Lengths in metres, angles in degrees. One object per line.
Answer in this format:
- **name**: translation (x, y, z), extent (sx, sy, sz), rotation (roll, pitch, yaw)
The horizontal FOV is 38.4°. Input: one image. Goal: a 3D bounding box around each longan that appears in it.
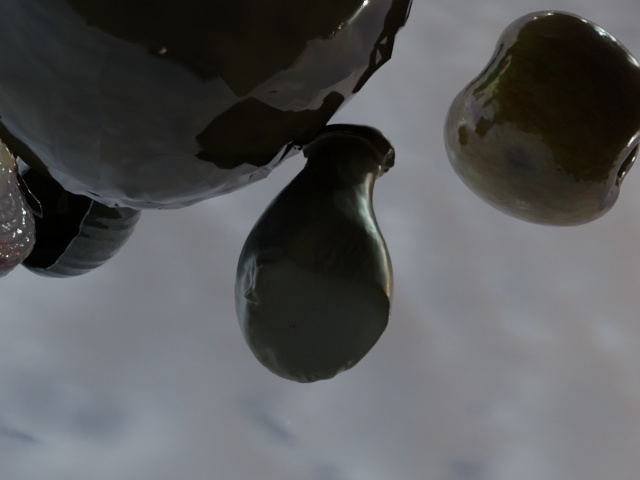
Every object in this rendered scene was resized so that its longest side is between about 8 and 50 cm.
- **longan**: translation (-0.114, -0.221, 0.729), extent (0.391, 0.391, 0.391), rotation (16, -129, -21)

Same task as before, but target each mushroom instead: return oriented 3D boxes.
- **mushroom**: translation (0.000, 0.000, 0.687), extent (0.116, 0.093, 0.225), rotation (-5, -143, 9)

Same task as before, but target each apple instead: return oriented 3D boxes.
- **apple**: translation (0.293, -0.145, 1.155), extent (0.264, 0.264, 0.264), rotation (16, -129, -21)

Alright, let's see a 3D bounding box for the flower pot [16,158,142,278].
- **flower pot**: translation (-0.354, -0.056, 1.321), extent (0.189, 0.243, 0.157), rotation (42, -152, 5)

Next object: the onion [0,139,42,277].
- **onion**: translation (-0.441, -0.056, 0.914), extent (0.267, 0.159, 0.349), rotation (64, -171, -3)
